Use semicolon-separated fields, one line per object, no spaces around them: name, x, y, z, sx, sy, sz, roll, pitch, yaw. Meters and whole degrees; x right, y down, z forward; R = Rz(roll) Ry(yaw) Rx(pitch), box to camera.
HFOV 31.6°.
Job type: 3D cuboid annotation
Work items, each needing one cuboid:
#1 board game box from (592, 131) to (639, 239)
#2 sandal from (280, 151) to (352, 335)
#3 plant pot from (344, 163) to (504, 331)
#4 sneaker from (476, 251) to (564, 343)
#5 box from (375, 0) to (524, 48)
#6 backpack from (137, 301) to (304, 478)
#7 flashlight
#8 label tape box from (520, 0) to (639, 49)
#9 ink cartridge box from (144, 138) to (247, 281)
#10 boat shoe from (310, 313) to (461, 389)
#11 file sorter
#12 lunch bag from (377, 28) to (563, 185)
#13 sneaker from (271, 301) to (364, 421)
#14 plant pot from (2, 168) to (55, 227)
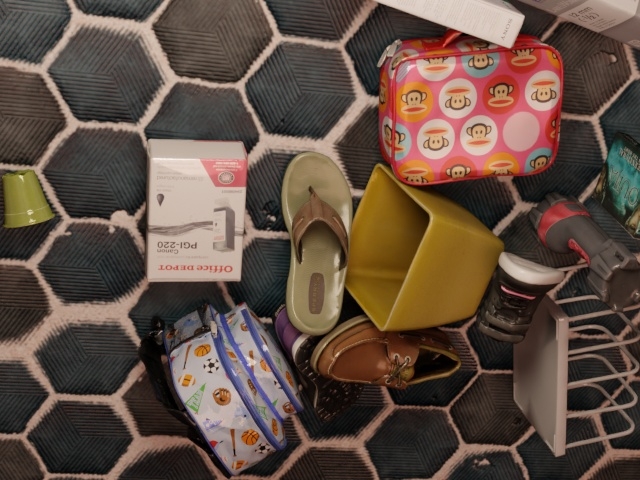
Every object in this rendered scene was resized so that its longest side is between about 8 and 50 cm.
board game box;0.518;-0.094;1.893;0.026;0.186;0.126;12;111;-14
sandal;0.001;0.001;1.835;0.120;0.086;0.303;0;79;-12
plant pot;0.174;0.024;1.880;0.187;0.212;0.212;12;111;-29
sneaker;0.317;0.100;1.827;0.104;0.296;0.147;21;92;8
box;0.118;-0.386;1.658;0.322;0.232;0.058;17;113;-18
backpack;-0.146;0.251;1.873;0.213;0.263;0.276;-32;115;9
flashlight;0.438;0.019;1.863;0.103;0.304;0.103;-40;116;9
label tape box;0.400;-0.465;1.691;0.347;0.115;0.249;18;80;-19
ink cartridge box;-0.203;-0.046;1.828;0.158;0.092;0.218;0;116;-11
boat shoe;0.122;0.193;1.912;0.307;0.104;0.111;-6;126;-43
file sorter;0.459;0.204;2.016;0.173;0.193;0.278;-9;115;-11
lunch bag;0.240;-0.229;1.815;0.293;0.120;0.258;-4;114;-9
sneaker;-0.008;0.203;1.983;0.107;0.124;0.283;-33;141;-12
plant pot;-0.468;-0.069;1.780;0.083;0.083;0.079;-12;103;-6
